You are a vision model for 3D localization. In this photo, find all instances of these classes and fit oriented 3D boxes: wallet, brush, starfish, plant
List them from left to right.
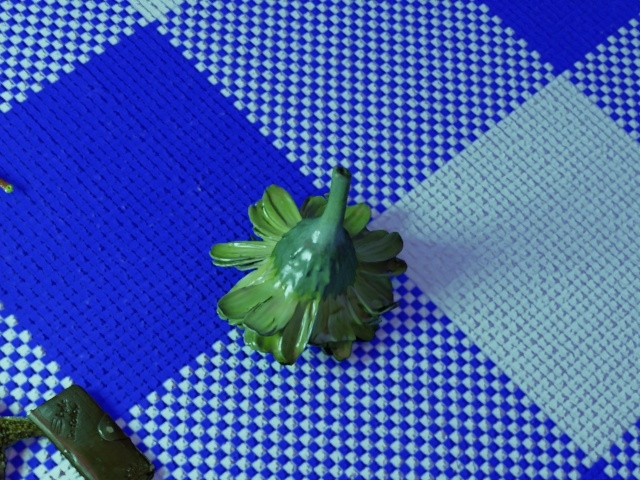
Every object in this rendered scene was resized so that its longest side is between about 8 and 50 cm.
[{"bbox_3d":[-0.452,0.267,1.878,0.238,0.057,0.213,-14,72,-18],"label":"starfish"},{"bbox_3d":[-0.493,-0.093,2.093,0.083,0.021,0.019,32,58,14],"label":"brush"},{"bbox_3d":[-0.309,0.277,1.905,0.176,0.026,0.095,45,47,12],"label":"wallet"},{"bbox_3d":[0.018,0.035,2.034,0.261,0.297,0.306,40,38,-23],"label":"plant"}]
